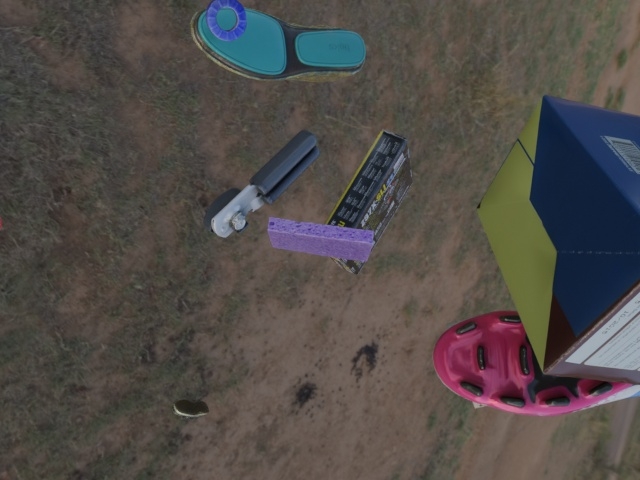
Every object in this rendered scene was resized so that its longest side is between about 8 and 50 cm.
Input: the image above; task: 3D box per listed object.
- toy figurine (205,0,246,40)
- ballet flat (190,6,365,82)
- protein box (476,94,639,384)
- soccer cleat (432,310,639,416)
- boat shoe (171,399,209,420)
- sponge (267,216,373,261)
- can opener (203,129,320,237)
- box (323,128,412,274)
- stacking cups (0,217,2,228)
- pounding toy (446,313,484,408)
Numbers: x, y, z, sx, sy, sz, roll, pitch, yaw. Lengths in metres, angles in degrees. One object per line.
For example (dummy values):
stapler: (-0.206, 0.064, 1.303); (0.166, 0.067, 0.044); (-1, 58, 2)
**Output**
toy figurine: (-0.067, -0.301, 0.409); (0.362, 0.191, 0.217); (-7, 114, -27)
ballet flat: (-0.077, -0.350, 0.825); (0.348, 0.123, 0.123); (-9, 113, -30)
protein box: (0.277, 0.001, 0.371); (0.201, 0.200, 0.136); (9, 133, -9)
soccer cleat: (0.301, 0.137, 0.511); (0.143, 0.331, 0.116); (51, 33, -66)
boat shoe: (-0.384, 0.500, 1.284); (0.049, 0.056, 0.152); (-40, 148, 3)
sponge: (0.000, 0.000, 0.907); (0.117, 0.209, 0.031); (87, 11, -70)
can opener: (-0.118, -0.116, 0.874); (0.280, 0.093, 0.074); (-43, 155, -11)
box: (0.125, -0.084, 1.140); (0.322, 0.079, 0.257); (-59, 158, -6)
stacking cups: (-0.624, -0.102, 0.663); (0.096, 0.096, 0.316); (-47, 149, -24)
pounding toy: (0.304, 0.234, 0.853); (0.181, 0.094, 0.206); (-91, 157, -53)
